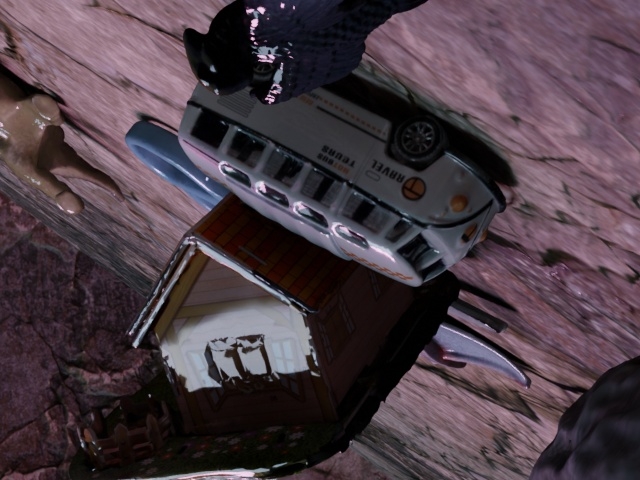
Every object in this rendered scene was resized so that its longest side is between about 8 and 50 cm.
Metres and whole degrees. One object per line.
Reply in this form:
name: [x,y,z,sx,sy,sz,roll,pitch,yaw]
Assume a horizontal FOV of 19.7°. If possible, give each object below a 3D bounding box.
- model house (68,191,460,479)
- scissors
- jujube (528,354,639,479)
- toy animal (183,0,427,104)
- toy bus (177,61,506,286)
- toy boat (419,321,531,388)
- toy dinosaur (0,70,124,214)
model house: [-0.052,0.032,1.213,0.207,0.294,0.154,-9,108,25]
scissors: [0.000,0.000,1.543,0.447,0.029,0.192,25,168,47]
jujube: [0.234,0.163,0.954,0.246,0.215,0.308,60,169,-12]
toy animal: [-0.004,-0.095,0.764,0.062,0.108,0.220,45,171,4]
toy bus: [0.009,-0.042,1.065,0.194,0.089,0.087,29,171,26]
toy boat: [0.131,0.093,1.604,0.122,0.034,0.096,11,157,48]
toy dinosaur: [-0.317,-0.130,1.898,0.294,0.077,0.162,50,173,-10]
